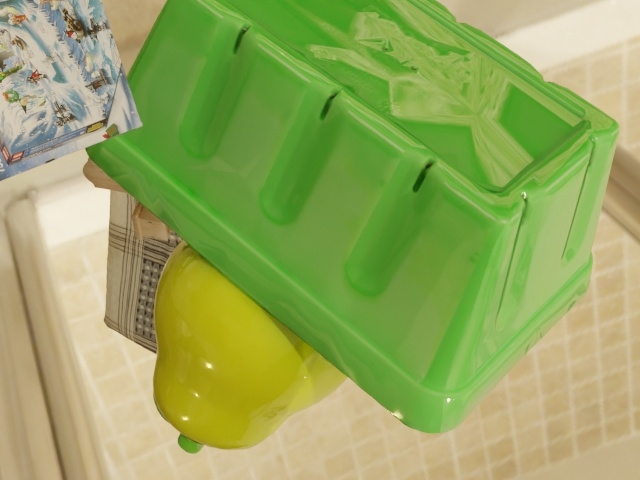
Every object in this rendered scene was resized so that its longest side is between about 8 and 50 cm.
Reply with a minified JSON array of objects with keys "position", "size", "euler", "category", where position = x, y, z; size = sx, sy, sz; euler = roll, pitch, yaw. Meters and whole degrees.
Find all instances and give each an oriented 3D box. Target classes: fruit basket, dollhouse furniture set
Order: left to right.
[{"position":[-0.241,-0.121,1.457],"size":[0.101,0.182,0.161],"euler":[10,144,6],"category":"dollhouse furniture set"},{"position":[0.000,0.000,0.837],"size":[0.283,0.392,0.392],"euler":[-35,138,-40],"category":"fruit basket"}]

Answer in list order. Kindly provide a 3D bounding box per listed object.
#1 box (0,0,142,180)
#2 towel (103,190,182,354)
[{"position":[-0.138,-0.095,0.431],"size":[0.094,0.027,0.137],"euler":[-26,113,-28],"category":"box"},{"position":[-0.239,0.044,1.723],"size":[0.056,0.312,0.324],"euler":[-9,114,-49],"category":"towel"}]
